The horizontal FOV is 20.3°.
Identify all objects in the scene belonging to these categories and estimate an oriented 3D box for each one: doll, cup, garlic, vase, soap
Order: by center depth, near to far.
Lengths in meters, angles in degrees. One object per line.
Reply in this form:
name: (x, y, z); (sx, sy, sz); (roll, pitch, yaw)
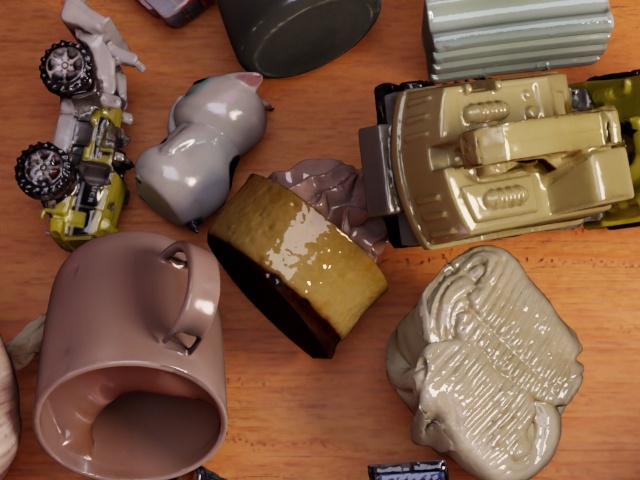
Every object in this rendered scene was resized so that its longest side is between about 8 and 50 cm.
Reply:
cup: (-0.176, 0.092, 1.798); (0.191, 0.253, 0.200); (20, 41, -23)
garlic: (-0.359, 0.135, 1.848); (0.253, 0.245, 0.245); (-23, 72, -39)
doll: (-0.130, -0.103, 1.940); (0.107, 0.110, 0.181); (27, 74, 7)
soap: (0.214, -0.231, 1.964); (0.198, 0.119, 0.067); (-7, 75, -1)
vase: (-0.072, -0.353, 1.990); (0.173, 0.173, 0.321); (-24, 69, -6)

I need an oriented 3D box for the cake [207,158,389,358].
cake: (0.000, 0.000, 1.872); (0.178, 0.208, 0.185); (-42, 36, -14)

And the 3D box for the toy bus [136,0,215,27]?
toy bus: (-0.206, -0.322, 2.028); (0.077, 0.065, 0.192); (-46, 78, 0)

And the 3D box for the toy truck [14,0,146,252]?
toy truck: (-0.250, -0.129, 1.934); (0.111, 0.136, 0.286); (6, 77, 8)

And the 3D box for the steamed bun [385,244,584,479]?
steamed bun: (0.156, 0.137, 1.854); (0.218, 0.144, 0.211); (44, 64, -15)

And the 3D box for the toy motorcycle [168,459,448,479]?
toy motorcycle: (-0.045, 0.322, 1.806); (0.358, 0.125, 0.213); (-4, 67, 4)

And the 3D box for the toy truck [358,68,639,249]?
toy truck: (0.247, -0.090, 1.805); (0.405, 0.254, 0.181); (-5, 91, -29)
